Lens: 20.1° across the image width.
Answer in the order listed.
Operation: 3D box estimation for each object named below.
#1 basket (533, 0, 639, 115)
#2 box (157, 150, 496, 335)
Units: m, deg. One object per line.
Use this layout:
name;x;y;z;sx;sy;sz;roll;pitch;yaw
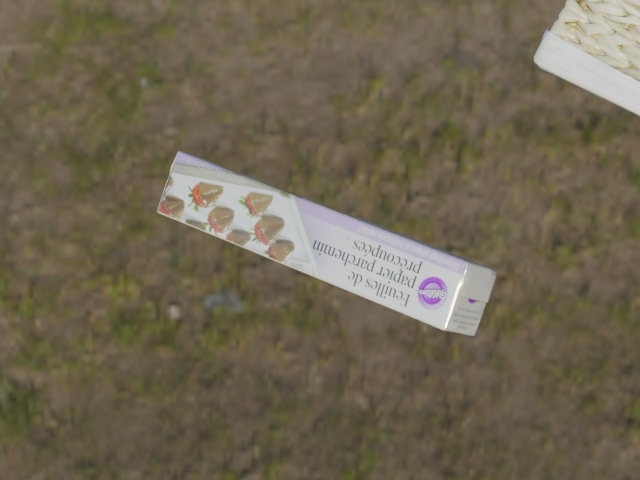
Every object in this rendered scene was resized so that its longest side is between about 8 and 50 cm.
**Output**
basket;0.246;-0.136;1.198;0.167;0.103;0.113;28;25;16
box;0.000;0.000;1.609;0.324;0.063;0.067;22;4;31
